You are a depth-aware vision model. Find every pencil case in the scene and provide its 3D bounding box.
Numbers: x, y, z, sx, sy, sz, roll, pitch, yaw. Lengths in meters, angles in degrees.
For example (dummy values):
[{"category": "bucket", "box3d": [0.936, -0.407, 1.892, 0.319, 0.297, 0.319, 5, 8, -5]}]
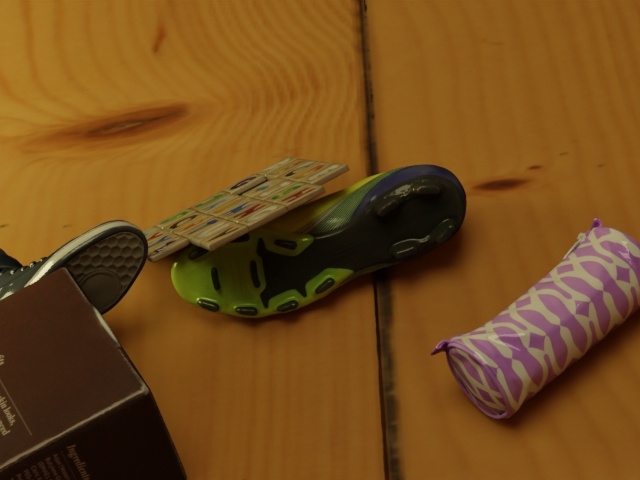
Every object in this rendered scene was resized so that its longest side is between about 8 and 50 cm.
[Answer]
[{"category": "pencil case", "box3d": [0.200, 0.066, 1.347, 0.206, 0.086, 0.088, -37, 81, -23]}]

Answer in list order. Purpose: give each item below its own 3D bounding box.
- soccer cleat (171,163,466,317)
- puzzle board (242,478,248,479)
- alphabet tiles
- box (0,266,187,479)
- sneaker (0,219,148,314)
[{"category": "soccer cleat", "box3d": [0.001, 0.001, 1.491, 0.289, 0.093, 0.121, -18, 12, 5]}, {"category": "puzzle board", "box3d": [-0.035, 0.254, 1.278, 0.128, 0.011, 0.096, 15, 52, 29]}, {"category": "alphabet tiles", "box3d": [-0.082, -0.030, 1.493, 0.198, 0.009, 0.237, -28, 12, -14]}, {"category": "box", "box3d": [-0.330, 0.201, 1.324, 0.381, 0.143, 0.191, -29, 45, -12]}, {"category": "sneaker", "box3d": [-0.272, 0.028, 1.483, 0.226, 0.086, 0.163, -41, 41, 8]}]
